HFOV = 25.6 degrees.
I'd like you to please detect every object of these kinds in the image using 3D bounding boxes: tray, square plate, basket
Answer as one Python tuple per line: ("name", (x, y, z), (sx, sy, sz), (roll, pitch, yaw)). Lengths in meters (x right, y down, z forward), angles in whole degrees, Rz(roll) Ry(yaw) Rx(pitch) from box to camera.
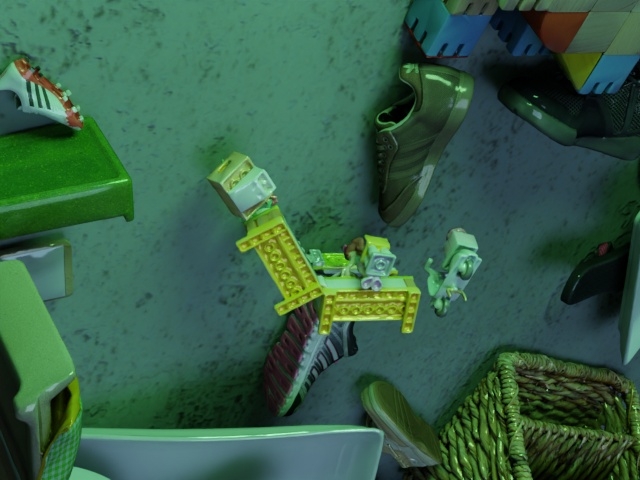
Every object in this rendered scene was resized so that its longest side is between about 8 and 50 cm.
("tray", (0.384, 0.018, 1.607), (0.145, 0.030, 0.270), (-48, 152, -27))
("square plate", (-0.129, 0.302, 1.452), (0.347, 0.049, 0.344), (0, 129, -11))
("basket", (0.293, 0.291, 1.694), (0.299, 0.213, 0.223), (17, 117, -45))

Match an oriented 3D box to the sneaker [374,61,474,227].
("sneaker", (0.078, -0.093, 1.303), (0.071, 0.066, 0.188), (19, 132, -7))

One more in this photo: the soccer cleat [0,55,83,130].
("soccer cleat", (-0.216, -0.108, 1.088), (0.035, 0.029, 0.083), (-35, 138, 10))

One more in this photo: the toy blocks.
("toy blocks", (0.251, -0.241, 1.218), (0.381, 0.191, 0.261), (-6, 142, -32))

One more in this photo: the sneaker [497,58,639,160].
("sneaker", (0.266, -0.154, 1.358), (0.227, 0.087, 0.130), (6, 122, -44))

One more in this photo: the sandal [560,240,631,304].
("sandal", (0.313, 0.029, 1.583), (0.179, 0.040, 0.067), (-12, 128, -50))

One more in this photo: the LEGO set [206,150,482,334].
("LEGO set", (0.000, 0.000, 1.302), (0.287, 0.107, 0.132), (21, 115, -26))

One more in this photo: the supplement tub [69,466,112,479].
("supplement tub", (-0.256, 0.386, 1.253), (0.235, 0.325, 0.235), (-3, 130, -3))

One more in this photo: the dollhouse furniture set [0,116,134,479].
("dollhouse furniture set", (-0.193, 0.077, 1.063), (0.151, 0.301, 0.197), (-13, 132, -23))

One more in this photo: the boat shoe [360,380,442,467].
("boat shoe", (0.080, 0.216, 1.586), (0.059, 0.063, 0.170), (-22, 138, 18))

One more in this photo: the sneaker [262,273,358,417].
("sneaker", (-0.002, 0.111, 1.423), (0.075, 0.063, 0.170), (7, 118, -33))
